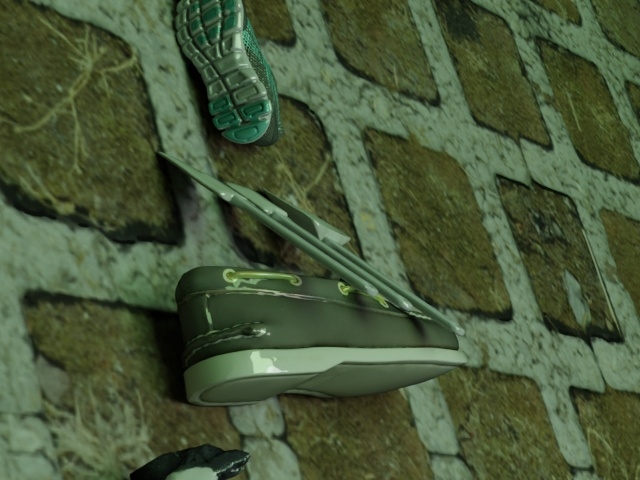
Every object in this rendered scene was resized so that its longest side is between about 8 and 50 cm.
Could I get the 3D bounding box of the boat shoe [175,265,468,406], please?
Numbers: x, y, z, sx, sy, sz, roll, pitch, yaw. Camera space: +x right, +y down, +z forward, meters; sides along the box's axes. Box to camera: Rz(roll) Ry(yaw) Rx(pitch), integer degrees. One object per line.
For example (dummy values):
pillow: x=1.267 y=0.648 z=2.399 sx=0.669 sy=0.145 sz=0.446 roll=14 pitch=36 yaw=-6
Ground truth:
boat shoe: x=0.008 y=0.069 z=1.231 sx=0.305 sy=0.109 sz=0.091 roll=4 pitch=65 yaw=-51

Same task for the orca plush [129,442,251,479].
orca plush: x=-0.109 y=0.251 z=0.951 sx=0.151 sy=0.102 sz=0.287 roll=1 pitch=37 yaw=-5

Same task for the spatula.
spatula: x=0.000 y=0.000 z=1.238 sx=0.242 sy=0.019 sz=0.168 roll=33 pitch=4 yaw=40

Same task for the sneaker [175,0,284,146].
sneaker: x=-0.073 y=-0.149 z=1.366 sx=0.076 sy=0.065 sz=0.167 roll=33 pitch=40 yaw=-65
